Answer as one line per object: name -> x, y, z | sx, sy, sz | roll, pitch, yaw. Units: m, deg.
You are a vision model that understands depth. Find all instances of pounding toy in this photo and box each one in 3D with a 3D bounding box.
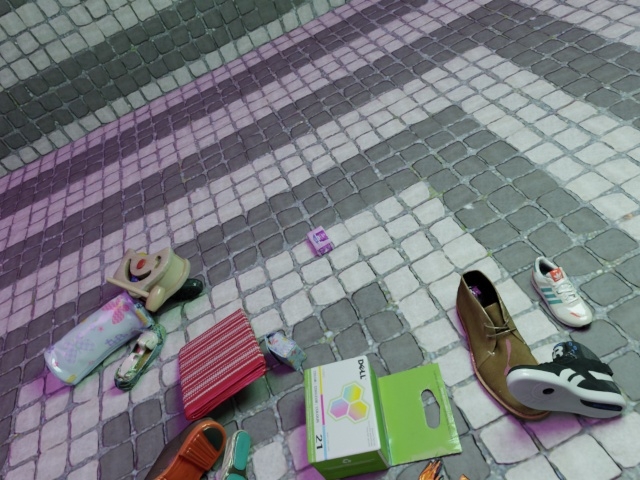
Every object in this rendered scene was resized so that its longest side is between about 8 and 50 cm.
pounding toy -> -0.451, 0.071, 1.277 | 0.269, 0.155, 0.154 | 21, 72, 45

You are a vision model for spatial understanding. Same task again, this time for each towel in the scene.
towel -> -0.231, 0.272, 1.129 | 0.199, 0.031, 0.275 | -34, 25, -6

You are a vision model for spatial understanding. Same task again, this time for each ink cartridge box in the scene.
ink cartridge box -> 0.107, 0.314, 0.924 | 0.255, 0.097, 0.189 | -17, 43, 11

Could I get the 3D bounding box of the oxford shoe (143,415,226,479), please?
oxford shoe -> -0.300, 0.474, 0.989 | 0.271, 0.097, 0.098 | -47, 22, -21

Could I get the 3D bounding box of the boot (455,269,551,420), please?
boot -> 0.331, 0.184, 0.930 | 0.112, 0.115, 0.305 | -19, 45, 1

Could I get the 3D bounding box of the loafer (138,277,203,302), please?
loafer -> -0.422, 0.123, 1.382 | 0.223, 0.076, 0.078 | -8, 53, 24

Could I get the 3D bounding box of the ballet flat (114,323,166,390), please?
ballet flat -> -0.451, 0.285, 1.245 | 0.070, 0.070, 0.188 | 3, 52, 28

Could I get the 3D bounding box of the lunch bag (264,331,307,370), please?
lunch bag -> -0.083, 0.244, 1.103 | 0.083, 0.071, 0.053 | 24, 66, 38

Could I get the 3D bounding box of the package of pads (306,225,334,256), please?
package of pads -> 0.000, 0.000, 1.330 | 0.050, 0.032, 0.083 | -31, 43, -3

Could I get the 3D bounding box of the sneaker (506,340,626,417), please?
sneaker -> 0.396, 0.220, 0.838 | 0.217, 0.079, 0.121 | 18, 39, -14

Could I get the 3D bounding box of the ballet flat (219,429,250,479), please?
ballet flat -> -0.172, 0.456, 0.964 | 0.052, 0.057, 0.168 | -34, 30, 35

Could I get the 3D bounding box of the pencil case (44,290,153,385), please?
pencil case -> -0.578, 0.255, 1.305 | 0.273, 0.124, 0.113 | -37, 0, -13

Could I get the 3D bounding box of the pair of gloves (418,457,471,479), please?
pair of gloves -> 0.207, 0.416, 0.838 | 0.083, 0.010, 0.074 | 23, 63, 37

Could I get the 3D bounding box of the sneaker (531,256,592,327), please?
sneaker -> 0.469, 0.097, 0.974 | 0.057, 0.075, 0.161 | -24, 42, 2
